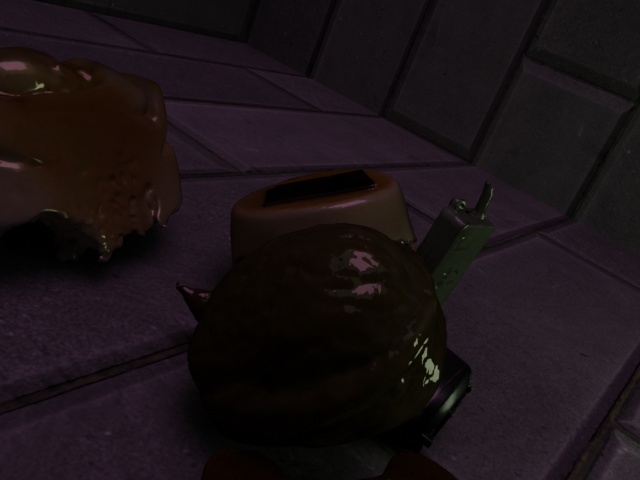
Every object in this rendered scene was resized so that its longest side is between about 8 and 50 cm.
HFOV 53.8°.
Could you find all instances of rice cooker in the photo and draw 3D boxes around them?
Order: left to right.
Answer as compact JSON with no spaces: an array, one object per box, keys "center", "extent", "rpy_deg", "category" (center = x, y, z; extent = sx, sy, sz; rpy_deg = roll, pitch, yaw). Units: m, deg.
[{"center":[0.124,0.190,0.796],"extent":[0.106,0.112,0.165],"rpy_deg":[35,32,14],"category":"rice cooker"}]

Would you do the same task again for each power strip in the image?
[{"center":[0.183,0.034,0.970],"extent":[0.093,0.288,0.053],"rpy_deg":[0,39,-43],"category":"power strip"}]

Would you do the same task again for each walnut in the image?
[{"center":[-0.004,0.099,0.677],"extent":[0.227,0.282,0.283],"rpy_deg":[58,6,-28],"category":"walnut"}]

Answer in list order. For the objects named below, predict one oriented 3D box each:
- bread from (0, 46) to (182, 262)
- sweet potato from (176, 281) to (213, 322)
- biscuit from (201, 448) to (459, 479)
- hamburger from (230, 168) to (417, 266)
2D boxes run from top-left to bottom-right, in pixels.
[{"center":[-0.371,-0.127,0.875],"extent":[0.328,0.246,0.424],"rpy_deg":[32,20,21],"category":"bread"},{"center":[-0.068,0.123,0.829],"extent":[0.269,0.075,0.075],"rpy_deg":[23,20,-26],"category":"sweet potato"},{"center":[-0.010,0.284,0.520],"extent":[0.431,0.064,0.283],"rpy_deg":[5,21,-32],"category":"biscuit"},{"center":[0.000,0.000,0.952],"extent":[0.301,0.171,0.302],"rpy_deg":[-9,17,3],"category":"hamburger"}]
